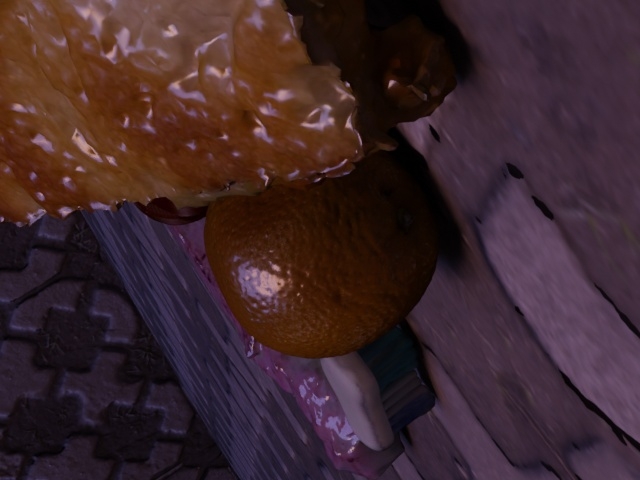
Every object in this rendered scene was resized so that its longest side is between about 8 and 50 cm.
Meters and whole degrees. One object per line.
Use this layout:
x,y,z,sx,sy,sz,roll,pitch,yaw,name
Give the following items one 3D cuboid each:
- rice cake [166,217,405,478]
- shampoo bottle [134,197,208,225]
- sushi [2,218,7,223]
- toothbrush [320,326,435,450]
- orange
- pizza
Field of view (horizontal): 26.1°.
-0.049,0.013,0.799,0.290,0.051,0.081,54,171,23,rice cake
-0.079,-0.076,0.647,0.102,0.064,0.260,55,170,14,shampoo bottle
-0.247,-0.132,0.875,0.236,0.171,0.270,101,153,-84,sushi
-0.025,-0.060,0.496,0.042,0.040,0.418,35,156,44,toothbrush
0.000,0.000,0.466,0.085,0.085,0.085,56,170,15,orange
-0.061,-0.091,0.389,0.226,0.086,0.335,30,150,10,pizza
